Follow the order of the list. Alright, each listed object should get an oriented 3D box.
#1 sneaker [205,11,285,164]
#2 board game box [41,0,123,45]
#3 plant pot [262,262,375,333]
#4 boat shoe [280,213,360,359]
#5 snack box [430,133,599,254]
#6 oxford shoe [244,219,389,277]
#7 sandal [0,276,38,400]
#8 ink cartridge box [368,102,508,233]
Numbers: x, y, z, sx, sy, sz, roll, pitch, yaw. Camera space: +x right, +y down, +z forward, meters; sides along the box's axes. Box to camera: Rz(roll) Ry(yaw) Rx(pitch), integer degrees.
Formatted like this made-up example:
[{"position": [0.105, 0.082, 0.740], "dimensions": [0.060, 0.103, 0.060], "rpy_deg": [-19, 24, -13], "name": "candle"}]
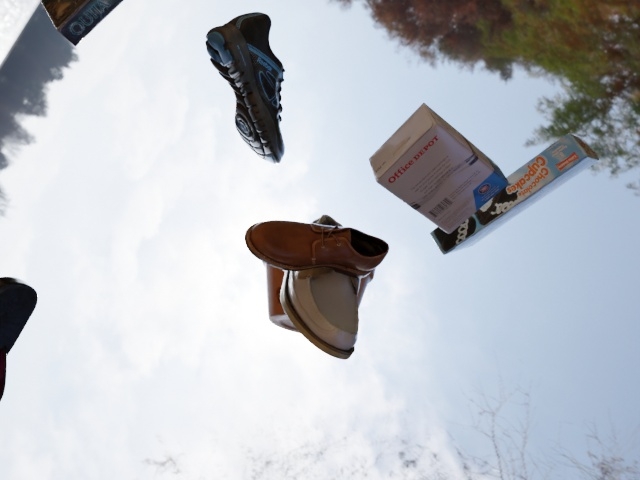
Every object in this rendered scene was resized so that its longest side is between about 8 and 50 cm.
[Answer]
[{"position": [-0.121, -0.316, 1.243], "dimensions": [0.125, 0.341, 0.139], "rpy_deg": [29, -121, 36], "name": "sneaker"}, {"position": [-0.205, -0.291, 0.585], "dimensions": [0.186, 0.026, 0.126], "rpy_deg": [-42, -129, 3], "name": "board game box"}, {"position": [-0.012, 0.112, 1.416], "dimensions": [0.291, 0.291, 0.203], "rpy_deg": [-17, -123, 46], "name": "plant pot"}, {"position": [0.006, 0.054, 0.896], "dimensions": [0.103, 0.113, 0.302], "rpy_deg": [-55, -153, 19], "name": "boat shoe"}, {"position": [0.390, -0.088, 1.162], "dimensions": [0.322, 0.187, 0.060], "rpy_deg": [-39, -105, 29], "name": "snack box"}, {"position": [0.000, 0.000, 0.801], "dimensions": [0.076, 0.212, 0.076], "rpy_deg": [-41, -131, 51], "name": "oxford shoe"}, {"position": [-0.738, 0.289, 1.227], "dimensions": [0.107, 0.167, 0.446], "rpy_deg": [32, -83, 26], "name": "sandal"}, {"position": [0.200, -0.118, 0.986], "dimensions": [0.139, 0.191, 0.082], "rpy_deg": [-44, -150, 25], "name": "ink cartridge box"}]
